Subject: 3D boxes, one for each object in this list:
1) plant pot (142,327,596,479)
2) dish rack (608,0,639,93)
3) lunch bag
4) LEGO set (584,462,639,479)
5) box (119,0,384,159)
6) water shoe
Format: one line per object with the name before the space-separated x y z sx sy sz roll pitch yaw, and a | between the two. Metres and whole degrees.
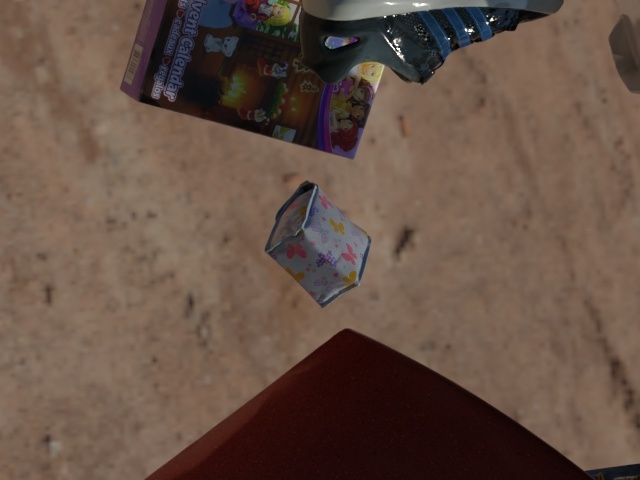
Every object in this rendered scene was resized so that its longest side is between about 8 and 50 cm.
plant pot | 0.046 0.243 0.925 0.267 0.236 0.267 -34 128 -45
dish rack | 0.249 -0.175 1.185 0.285 0.072 0.333 -108 174 -52
lunch bag | 0.000 0.000 1.306 0.071 0.053 0.083 44 34 -19
LEGO set | 0.312 0.302 1.529 0.192 0.255 0.331 -5 73 -19
box | -0.024 -0.231 1.362 0.201 0.057 0.293 13 100 -26
water shoe | 0.071 -0.149 1.138 0.203 0.073 0.080 -5 122 -29
